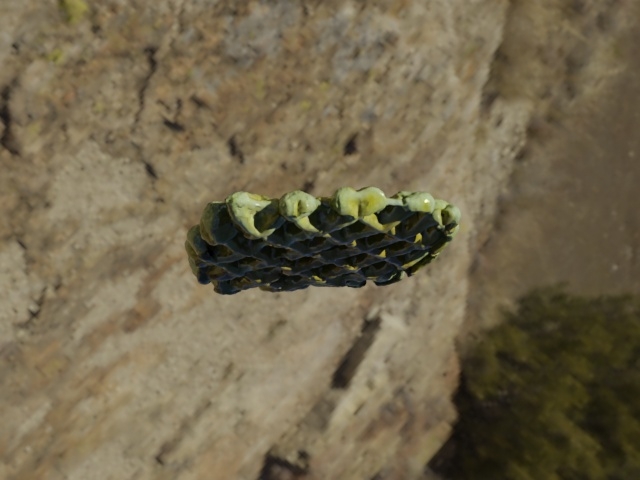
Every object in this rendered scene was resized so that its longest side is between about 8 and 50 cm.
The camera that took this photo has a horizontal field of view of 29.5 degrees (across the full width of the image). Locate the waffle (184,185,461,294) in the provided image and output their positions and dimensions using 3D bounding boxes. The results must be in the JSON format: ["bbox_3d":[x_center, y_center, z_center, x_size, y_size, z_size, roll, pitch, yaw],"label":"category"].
[{"bbox_3d":[0.000,0.000,0.828,0.183,0.036,0.169,0,160,-17],"label":"waffle"}]
